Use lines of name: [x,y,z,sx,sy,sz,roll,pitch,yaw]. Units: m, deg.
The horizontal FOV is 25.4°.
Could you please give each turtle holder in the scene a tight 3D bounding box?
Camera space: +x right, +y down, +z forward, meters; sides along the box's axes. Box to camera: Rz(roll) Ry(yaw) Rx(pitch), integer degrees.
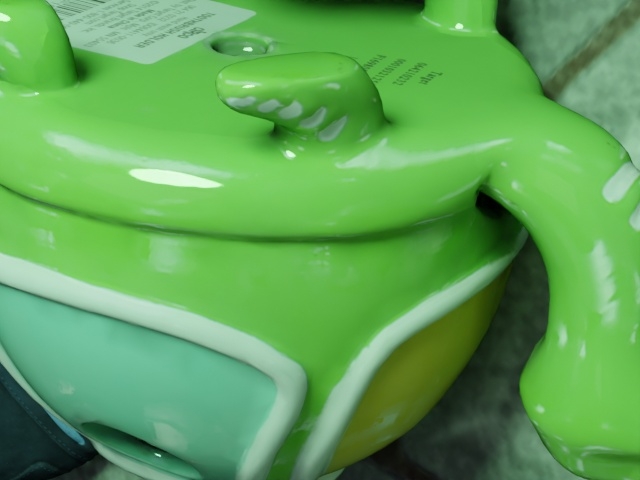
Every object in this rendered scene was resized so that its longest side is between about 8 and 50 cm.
turtle holder: [-0.006,-0.009,0.627,0.320,0.243,0.227,2,117,-2]

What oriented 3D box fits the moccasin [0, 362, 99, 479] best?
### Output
moccasin: [-0.204,-0.021,0.790,0.116,0.138,0.342,-12,117,16]
